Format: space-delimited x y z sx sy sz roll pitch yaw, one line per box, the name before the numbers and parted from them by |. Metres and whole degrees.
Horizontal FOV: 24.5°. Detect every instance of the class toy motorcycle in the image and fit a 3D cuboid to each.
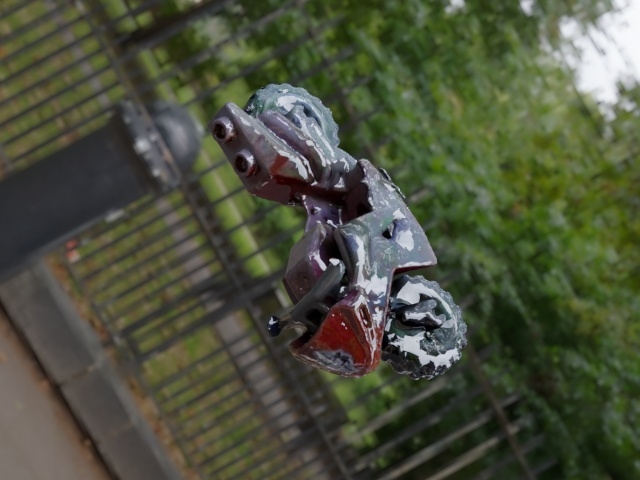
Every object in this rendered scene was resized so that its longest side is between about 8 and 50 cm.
toy motorcycle | -0.001 0.001 0.901 0.122 0.082 0.213 -20 73 -47
